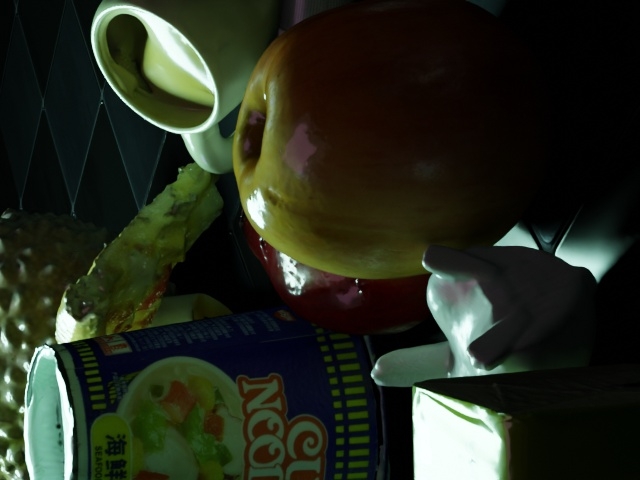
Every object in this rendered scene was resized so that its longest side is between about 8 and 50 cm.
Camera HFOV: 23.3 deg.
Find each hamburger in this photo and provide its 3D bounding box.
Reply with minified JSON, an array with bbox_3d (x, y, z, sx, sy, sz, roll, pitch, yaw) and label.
[{"bbox_3d":[-0.148,0.164,1.817,0.116,0.173,0.210,-23,67,24],"label":"hamburger"}]

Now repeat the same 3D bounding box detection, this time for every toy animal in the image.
[{"bbox_3d":[0.127,0.137,1.224,0.140,0.138,0.282,53,139,43],"label":"toy animal"}]

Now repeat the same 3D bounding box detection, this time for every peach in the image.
[{"bbox_3d":[-0.002,0.001,1.476,0.279,0.068,0.189,6,104,44],"label":"peach"}]

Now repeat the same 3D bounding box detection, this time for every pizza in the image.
[{"bbox_3d":[-0.184,0.019,1.691,0.288,0.075,0.280,-53,-4,-6],"label":"pizza"}]

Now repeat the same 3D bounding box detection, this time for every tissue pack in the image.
[{"bbox_3d":[0.179,0.231,1.042,0.167,0.200,0.275,-171,79,-67],"label":"tissue pack"}]

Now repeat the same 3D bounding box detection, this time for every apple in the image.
[{"bbox_3d":[0.050,-0.090,1.249,0.242,0.241,0.242,176,90,-66],"label":"apple"}]

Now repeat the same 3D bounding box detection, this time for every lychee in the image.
[{"bbox_3d":[-0.343,0.152,1.976,0.380,0.380,0.432,-50,51,56],"label":"lychee"}]

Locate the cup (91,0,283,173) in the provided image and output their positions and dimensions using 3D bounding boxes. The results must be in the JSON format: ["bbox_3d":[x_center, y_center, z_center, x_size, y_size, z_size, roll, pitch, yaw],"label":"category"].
[{"bbox_3d":[-0.093,-0.203,1.623,0.173,0.202,0.255,-11,122,47],"label":"cup"}]

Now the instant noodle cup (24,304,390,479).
[{"bbox_3d":[-0.128,0.192,1.578,0.284,0.312,0.284,179,90,-66],"label":"instant noodle cup"}]

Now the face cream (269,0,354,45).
[{"bbox_3d":[-0.013,-0.142,1.566,0.092,0.092,0.311,-141,54,-59],"label":"face cream"}]
